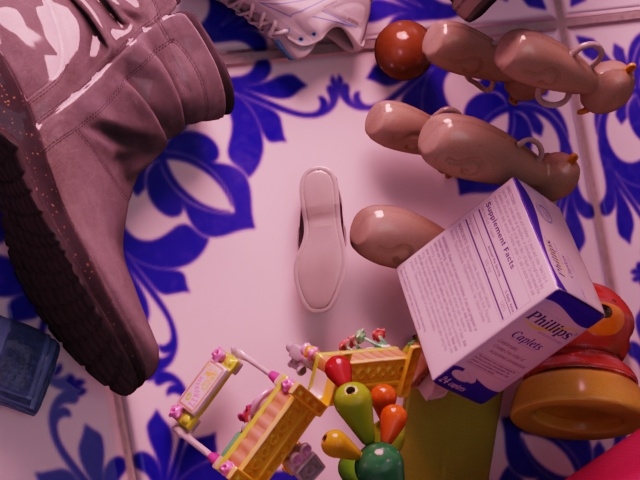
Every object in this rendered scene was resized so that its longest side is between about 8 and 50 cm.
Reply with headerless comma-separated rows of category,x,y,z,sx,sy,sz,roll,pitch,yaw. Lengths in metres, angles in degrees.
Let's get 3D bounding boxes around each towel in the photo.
towel,-0.264,0.086,1.222,0.119,0.029,0.067,24,74,-21
towel,0.104,0.207,1.392,0.102,0.021,0.237,17,77,-27

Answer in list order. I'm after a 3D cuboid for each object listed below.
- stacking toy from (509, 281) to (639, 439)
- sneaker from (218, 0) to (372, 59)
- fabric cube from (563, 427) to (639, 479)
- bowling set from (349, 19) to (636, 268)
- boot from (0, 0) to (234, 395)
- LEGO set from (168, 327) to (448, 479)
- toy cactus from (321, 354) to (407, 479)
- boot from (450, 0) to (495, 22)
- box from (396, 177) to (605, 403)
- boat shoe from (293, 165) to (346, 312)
stacking toy,0.350,0.096,1.389,0.309,0.279,0.130,14,64,-23
sneaker,-0.036,-0.197,1.345,0.191,0.071,0.083,4,88,-25
fabric cube,0.280,0.344,1.275,0.258,0.254,0.259,-29,127,-22
bowling set,0.140,-0.115,1.365,0.154,0.287,0.200,16,44,-30
boot,-0.151,-0.067,1.253,0.223,0.118,0.338,-29,101,-31
LEGO set,-0.019,0.128,1.308,0.287,0.107,0.132,-37,133,-24
toy cactus,0.045,0.212,1.209,0.112,0.180,0.219,-11,119,-19
boot,0.082,-0.358,1.321,0.284,0.138,0.377,39,37,-13
box,0.146,0.042,1.304,0.072,0.137,0.126,28,33,-40
boat shoe,0.000,0.000,1.354,0.046,0.038,0.125,-5,84,7
